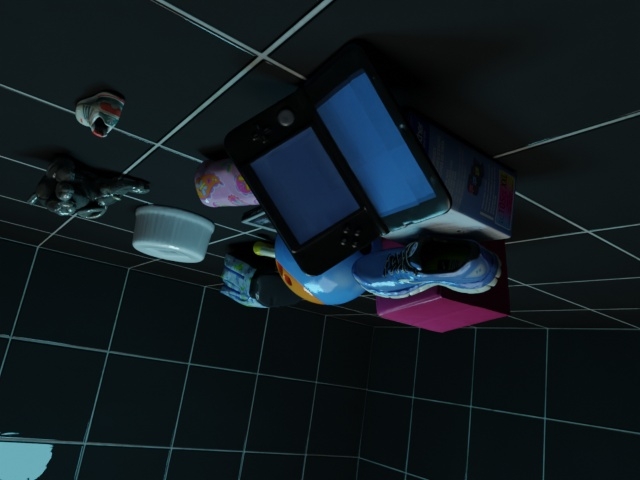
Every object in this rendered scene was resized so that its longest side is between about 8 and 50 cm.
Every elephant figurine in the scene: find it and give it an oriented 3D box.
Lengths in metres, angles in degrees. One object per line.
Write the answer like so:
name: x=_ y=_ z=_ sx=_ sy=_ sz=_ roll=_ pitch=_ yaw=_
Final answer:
elephant figurine: x=-0.647 y=-0.132 z=1.439 sx=0.186 sy=0.169 sz=0.239 roll=33 pitch=-165 yaw=29

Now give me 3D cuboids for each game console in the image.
game console: x=0.016 y=-0.111 z=0.816 sx=0.250 sy=0.293 sz=0.173 roll=-32 pitch=-174 yaw=-3

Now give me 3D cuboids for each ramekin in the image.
ramekin: x=-0.522 y=-0.016 z=1.794 sx=0.277 sy=0.135 sz=0.277 roll=8 pitch=164 yaw=2

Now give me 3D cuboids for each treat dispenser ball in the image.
treat dispenser ball: x=0.022 y=0.028 z=1.357 sx=0.288 sy=0.288 sz=0.288 roll=8 pitch=165 yaw=2

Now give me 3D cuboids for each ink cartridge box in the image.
ink cartridge box: x=0.169 y=-0.109 z=1.037 sx=0.395 sy=0.151 sz=0.270 roll=17 pitch=163 yaw=-35

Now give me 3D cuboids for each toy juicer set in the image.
toy juicer set: x=-0.135 y=0.026 z=1.825 sx=0.209 sy=0.090 sz=0.329 roll=13 pitch=176 yaw=-4

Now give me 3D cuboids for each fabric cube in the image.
fabric cube: x=0.338 y=0.095 z=1.434 sx=0.259 sy=0.254 sz=0.258 roll=17 pitch=155 yaw=-26

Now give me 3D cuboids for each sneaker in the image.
sneaker: x=0.209 y=0.041 z=1.109 sx=0.330 sy=0.130 sz=0.147 roll=-9 pitch=147 yaw=32
sneaker: x=-0.455 y=-0.244 z=1.029 sx=0.161 sy=0.075 sz=0.057 roll=-5 pitch=160 yaw=41

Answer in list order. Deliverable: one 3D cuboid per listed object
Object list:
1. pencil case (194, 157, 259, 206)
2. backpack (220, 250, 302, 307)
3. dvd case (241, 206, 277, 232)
pencil case: x=-0.159 y=-0.144 z=1.166 sx=0.284 sy=0.124 sz=0.124 roll=-4 pitch=160 yaw=37
backpack: x=-0.253 y=0.154 z=2.050 sx=0.290 sy=0.273 sz=0.355 roll=4 pitch=-157 yaw=-46
dvd case: x=-0.118 y=-0.066 z=1.588 sx=0.179 sy=0.030 sz=0.238 roll=16 pitch=164 yaw=-29
